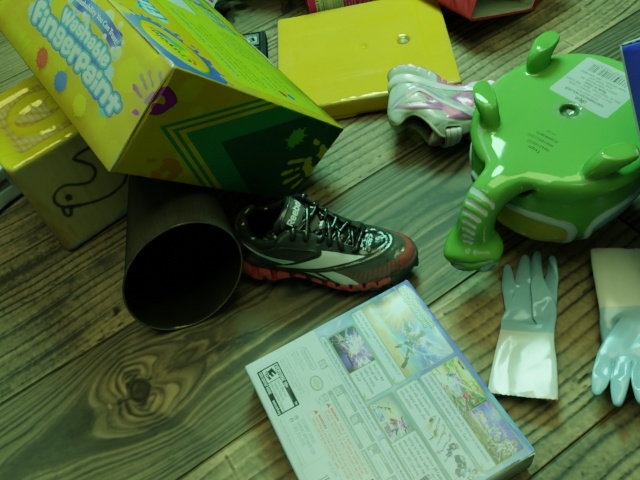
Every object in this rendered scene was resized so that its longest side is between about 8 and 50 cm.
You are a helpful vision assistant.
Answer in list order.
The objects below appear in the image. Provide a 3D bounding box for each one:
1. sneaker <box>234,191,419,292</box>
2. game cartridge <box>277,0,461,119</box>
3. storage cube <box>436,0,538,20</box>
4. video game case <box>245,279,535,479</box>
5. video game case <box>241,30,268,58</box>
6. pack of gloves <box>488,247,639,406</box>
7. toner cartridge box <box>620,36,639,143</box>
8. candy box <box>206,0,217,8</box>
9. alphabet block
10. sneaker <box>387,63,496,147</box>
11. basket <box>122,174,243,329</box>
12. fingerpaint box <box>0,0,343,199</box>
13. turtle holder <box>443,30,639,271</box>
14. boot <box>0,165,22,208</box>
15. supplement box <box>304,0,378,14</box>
[{"bbox_3d":[0.000,0.000,0.906,0.275,0.135,0.098,5,52,13],"label":"sneaker"},{"bbox_3d":[0.081,-0.345,1.210,0.323,0.053,0.286,-9,52,7],"label":"game cartridge"},{"bbox_3d":[0.300,-0.543,1.195,0.214,0.184,0.193,-19,49,-31],"label":"storage cube"},{"bbox_3d":[0.073,0.211,0.778,0.244,0.061,0.270,-27,53,-8],"label":"video game case"},{"bbox_3d":[-0.235,-0.298,1.240,0.274,0.035,0.248,-8,52,4],"label":"video game case"},{"bbox_3d":[0.329,0.112,0.829,0.194,0.046,0.232,-1,49,25],"label":"pack of gloves"},{"bbox_3d":[0.453,-0.079,0.739,0.165,0.348,0.075,-26,14,-34],"label":"toner cartridge box"},{"bbox_3d":[-0.273,-0.529,1.314,0.159,0.071,0.234,14,85,41],"label":"candy box"},{"bbox_3d":[-0.413,-0.142,1.053,0.192,0.197,0.193,-38,56,-17],"label":"alphabet block"},{"bbox_3d":[0.220,-0.197,1.042,0.252,0.103,0.111,14,81,11],"label":"sneaker"},{"bbox_3d":[-0.214,-0.019,0.948,0.154,0.204,0.227,12,35,-28],"label":"basket"},{"bbox_3d":[-0.240,-0.267,0.966,0.445,0.371,0.163,47,111,25],"label":"fingerpaint box"},{"bbox_3d":[0.315,-0.091,0.856,0.243,0.227,0.320,11,57,17],"label":"turtle holder"},{"bbox_3d":[-0.619,-0.097,1.137,0.123,0.095,0.258,28,54,35],"label":"boot"},{"bbox_3d":[0.070,-0.534,1.310,0.219,0.114,0.111,-13,53,-1],"label":"supplement box"}]
